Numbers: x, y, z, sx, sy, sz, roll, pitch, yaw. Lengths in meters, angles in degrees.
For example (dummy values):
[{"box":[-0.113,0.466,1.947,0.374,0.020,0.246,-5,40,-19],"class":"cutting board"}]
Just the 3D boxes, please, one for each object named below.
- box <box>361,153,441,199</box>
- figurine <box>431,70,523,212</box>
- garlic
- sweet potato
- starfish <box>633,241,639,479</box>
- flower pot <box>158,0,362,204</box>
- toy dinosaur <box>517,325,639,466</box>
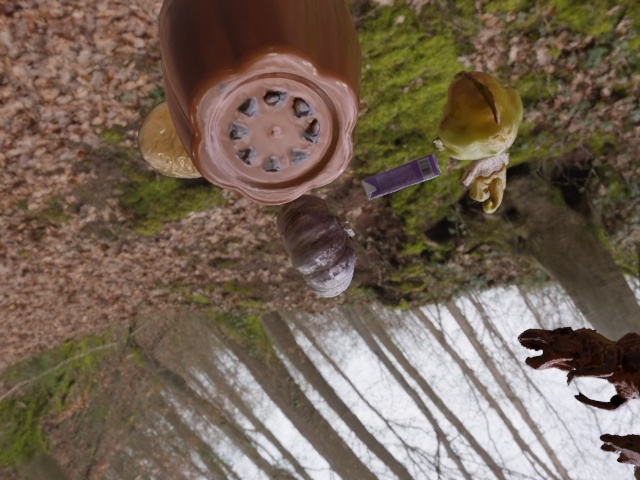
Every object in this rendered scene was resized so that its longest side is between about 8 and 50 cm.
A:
[{"box":[0.126,-0.098,0.875,0.117,0.036,0.051,-20,-178,20],"class":"box"},{"box":[0.264,-0.163,0.918,0.156,0.246,0.131,-31,-135,-1],"class":"figurine"},{"box":[0.000,0.000,0.849,0.102,0.159,0.147,-31,151,9],"class":"garlic"},{"box":[-0.169,-0.206,0.892,0.131,0.131,0.336,-31,-159,21],"class":"sweet potato"},{"box":[0.491,0.164,0.808,0.078,0.346,0.358,-4,-177,33],"class":"starfish"},{"box":[-0.049,-0.128,0.477,0.191,0.190,0.173,-32,-142,17],"class":"flower pot"},{"box":[0.384,0.155,0.551,0.433,0.097,0.208,-7,-139,46],"class":"toy dinosaur"}]
